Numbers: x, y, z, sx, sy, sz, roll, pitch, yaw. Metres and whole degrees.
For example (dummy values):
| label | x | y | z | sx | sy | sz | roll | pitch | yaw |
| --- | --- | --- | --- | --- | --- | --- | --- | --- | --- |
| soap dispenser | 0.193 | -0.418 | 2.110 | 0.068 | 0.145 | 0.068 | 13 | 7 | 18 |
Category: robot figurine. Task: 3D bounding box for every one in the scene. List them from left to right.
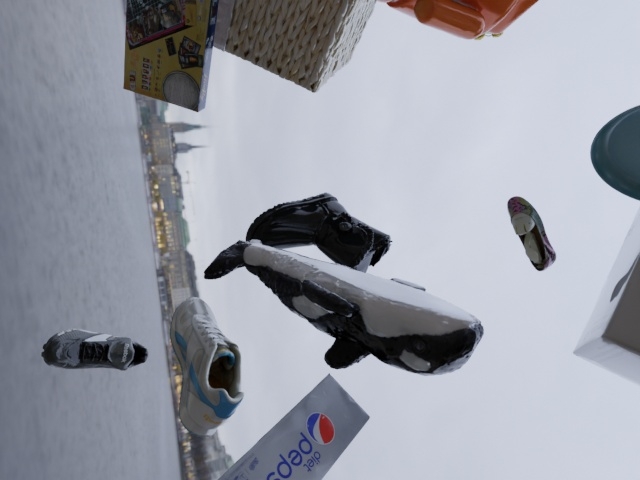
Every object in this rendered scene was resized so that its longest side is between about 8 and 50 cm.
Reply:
| label | x | y | z | sx | sy | sz | roll | pitch | yaw |
| --- | --- | --- | --- | --- | --- | --- | --- | --- | --- |
| robot figurine | 0.126 | -0.293 | 0.464 | 0.128 | 0.220 | 0.158 | 45 | -58 | 60 |

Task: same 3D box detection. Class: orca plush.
| label | x | y | z | sx | sy | sz | roll | pitch | yaw |
| --- | --- | --- | --- | --- | --- | --- | --- | --- | --- |
| orca plush | 0.004 | 0.079 | 0.445 | 0.151 | 0.287 | 0.102 | -5 | 108 | -68 |

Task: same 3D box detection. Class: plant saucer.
| label | x | y | z | sx | sy | sz | roll | pitch | yaw |
| --- | --- | --- | --- | --- | --- | --- | --- | --- | --- |
| plant saucer | 0.740 | -0.181 | 0.933 | 0.043 | 0.318 | 0.317 | -60 | -171 | -21 |

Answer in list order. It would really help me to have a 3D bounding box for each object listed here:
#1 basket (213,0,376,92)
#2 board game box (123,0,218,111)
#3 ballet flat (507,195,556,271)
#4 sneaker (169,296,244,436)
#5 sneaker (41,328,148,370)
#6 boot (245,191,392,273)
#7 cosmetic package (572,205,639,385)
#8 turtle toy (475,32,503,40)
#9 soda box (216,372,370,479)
| label | x | y | z | sx | sy | sz | roll | pitch | yaw |
| --- | --- | --- | --- | --- | --- | --- | --- | --- | --- |
| basket | -0.025 | -0.548 | 0.985 | 0.331 | 0.267 | 0.328 | -59 | -179 | 40 |
| board game box | -0.294 | -0.396 | 0.883 | 0.042 | 0.165 | 0.243 | -70 | 178 | -60 |
| ballet flat | 0.565 | -0.014 | 1.221 | 0.077 | 0.079 | 0.221 | -19 | -75 | 51 |
| sneaker | -0.170 | 0.174 | 0.699 | 0.092 | 0.087 | 0.228 | -44 | -134 | 21 |
| sneaker | -0.440 | 0.224 | 0.921 | 0.234 | 0.106 | 0.078 | 42 | 51 | -66 |
| boot | 0.000 | 0.000 | 0.929 | 0.207 | 0.247 | 0.094 | 40 | -40 | 36 |
| cosmetic package | 0.586 | 0.044 | 0.741 | 0.156 | 0.385 | 0.217 | 28 | -12 | 25 |
| turtle toy | 0.337 | -0.464 | 0.917 | 0.066 | 0.130 | 0.095 | -174 | -111 | -69 |
| soda box | -0.050 | 0.313 | 0.632 | 0.098 | 0.286 | 0.091 | 45 | -55 | 13 |
